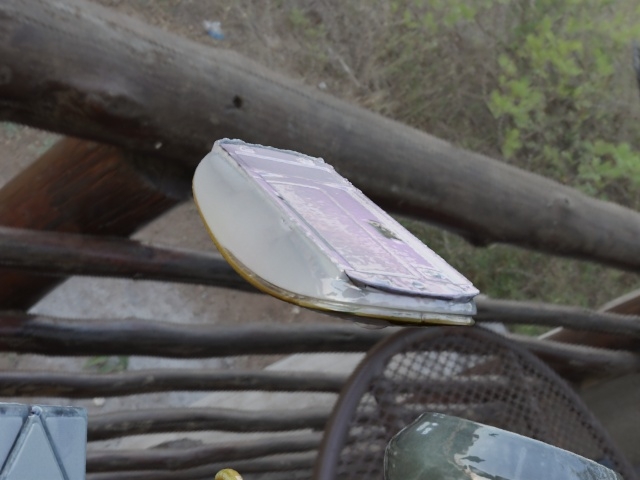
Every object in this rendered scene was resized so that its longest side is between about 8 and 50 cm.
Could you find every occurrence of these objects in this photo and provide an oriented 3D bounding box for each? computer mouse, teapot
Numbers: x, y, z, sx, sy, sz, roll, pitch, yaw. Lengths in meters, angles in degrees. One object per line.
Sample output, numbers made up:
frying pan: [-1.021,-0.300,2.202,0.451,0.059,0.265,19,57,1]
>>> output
computer mouse: [0.000,0.000,0.576,0.126,0.056,0.245,7,20,-31]
teapot: [0.170,0.367,0.872,0.343,0.300,0.253,-71,158,-11]

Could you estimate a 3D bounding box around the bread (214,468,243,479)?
bread: [-0.089,0.291,0.942,0.025,0.110,0.110,-9,69,-24]

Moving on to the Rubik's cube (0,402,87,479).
Rubik's cube: [-0.309,0.224,0.673,0.207,0.205,0.205,50,39,-73]
